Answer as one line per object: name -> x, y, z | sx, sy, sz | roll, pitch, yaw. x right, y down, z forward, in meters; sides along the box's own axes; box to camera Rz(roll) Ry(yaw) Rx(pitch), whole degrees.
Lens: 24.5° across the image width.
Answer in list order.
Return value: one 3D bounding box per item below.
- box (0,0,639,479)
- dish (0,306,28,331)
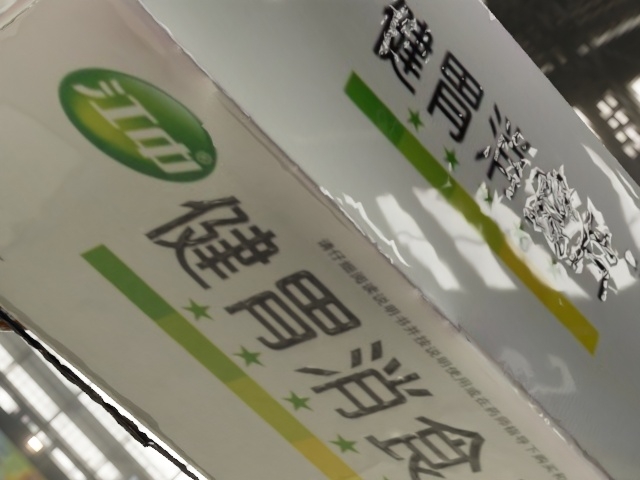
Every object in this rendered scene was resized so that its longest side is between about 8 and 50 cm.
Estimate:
box -> 0.001, 0.002, 0.574 | 0.173, 0.145, 0.333 | -23, -58, 43
dish -> -0.199, -0.018, 0.916 | 0.141, 0.141, 0.078 | 55, -20, -21
